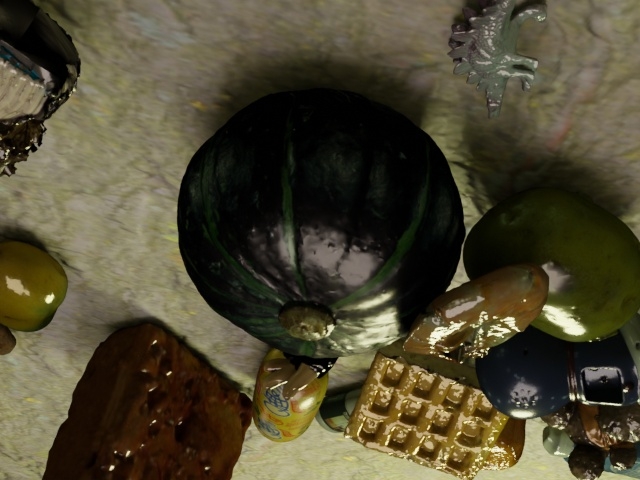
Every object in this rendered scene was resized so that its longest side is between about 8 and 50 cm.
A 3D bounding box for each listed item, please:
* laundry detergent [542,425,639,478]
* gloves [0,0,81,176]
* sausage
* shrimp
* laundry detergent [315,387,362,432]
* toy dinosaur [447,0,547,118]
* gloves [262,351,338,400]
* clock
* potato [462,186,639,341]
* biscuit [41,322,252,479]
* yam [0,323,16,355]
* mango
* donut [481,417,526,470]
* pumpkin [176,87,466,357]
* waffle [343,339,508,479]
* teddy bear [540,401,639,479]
[{"bbox_3d":[0.572,0.410,1.449,0.289,0.094,0.143,14,154,-6],"label":"laundry detergent"},{"bbox_3d":[-0.366,-0.137,0.690,0.210,0.135,0.312,18,150,-30],"label":"gloves"},{"bbox_3d":[-0.058,0.275,1.309,0.123,0.123,0.347,9,149,-3],"label":"sausage"},{"bbox_3d":[0.150,0.088,0.745,0.145,0.061,0.267,-25,164,-4],"label":"shrimp"},{"bbox_3d":[0.097,0.318,1.403,0.225,0.070,0.099,-24,129,38],"label":"laundry detergent"},{"bbox_3d":[0.150,-0.175,0.620,0.082,0.039,0.209,5,148,6],"label":"toy dinosaur"},{"bbox_3d":[-0.012,0.122,0.977,0.124,0.204,0.164,-1,147,16],"label":"gloves"},{"bbox_3d":[0.345,0.174,1.051,0.243,0.147,0.200,-8,122,18],"label":"clock"},{"bbox_3d":[0.268,0.027,0.830,0.186,0.149,0.253,19,166,38],"label":"potato"},{"bbox_3d":[-0.297,0.370,1.310,0.166,0.343,0.395,-4,145,24],"label":"biscuit"},{"bbox_3d":[-0.569,0.104,1.209,0.045,0.045,0.327,36,152,17],"label":"yam"},{"bbox_3d":[-0.456,0.074,1.093,0.137,0.091,0.237,26,144,-18],"label":"mango"},{"bbox_3d":[0.286,0.361,1.396,0.226,0.114,0.227,6,150,3],"label":"donut"},{"bbox_3d":[0.000,0.000,0.748,0.314,0.239,0.315,8,146,6],"label":"pumpkin"},{"bbox_3d":[0.184,0.292,1.242,0.247,0.055,0.221,19,124,2],"label":"waffle"},{"bbox_3d":[0.492,0.304,1.253,0.140,0.177,0.190,-28,174,-40],"label":"teddy bear"}]
